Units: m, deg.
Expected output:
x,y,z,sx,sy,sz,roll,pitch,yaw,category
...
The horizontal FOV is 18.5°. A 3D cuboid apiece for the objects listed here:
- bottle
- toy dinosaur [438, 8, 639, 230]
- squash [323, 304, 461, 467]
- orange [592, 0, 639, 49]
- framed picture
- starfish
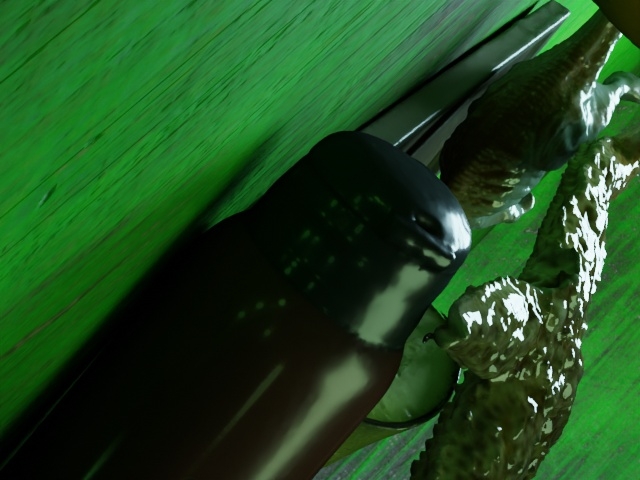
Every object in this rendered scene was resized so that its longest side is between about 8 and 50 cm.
x,y,z,sx,sy,sz,roll,pitch,yaw,category
-0.051,0.088,1.090,0.336,0.144,0.144,-48,174,15,bottle
0.168,-0.105,1.402,0.393,0.092,0.205,-48,169,32,toy dinosaur
-0.023,0.105,1.386,0.137,0.137,0.287,-42,-177,-33,squash
0.197,-0.170,0.803,0.249,0.249,0.183,-44,-171,-21,orange
0.000,0.000,1.416,0.326,0.028,0.446,-51,172,35,framed picture
0.120,0.104,1.258,0.432,0.082,0.324,-42,149,-66,starfish
